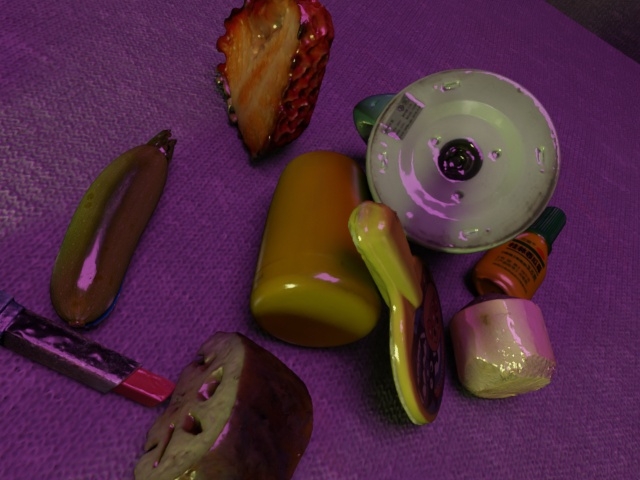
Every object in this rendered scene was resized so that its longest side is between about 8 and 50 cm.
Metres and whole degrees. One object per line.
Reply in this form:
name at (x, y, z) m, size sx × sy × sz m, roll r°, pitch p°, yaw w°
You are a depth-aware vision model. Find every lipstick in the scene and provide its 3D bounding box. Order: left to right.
lipstick at (-0.316, 0.119, 0.594) m, size 0.312 × 0.051 × 0.051 m, roll 29°, pitch 49°, yaw -7°

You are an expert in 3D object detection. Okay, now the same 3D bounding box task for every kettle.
kettle at (0.182, -0.123, 0.838) m, size 0.319 × 0.342 × 0.247 m, roll 42°, pitch 94°, yaw 8°

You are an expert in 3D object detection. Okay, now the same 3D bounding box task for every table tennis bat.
table tennis bat at (0.118, 0.090, 0.674) m, size 0.054 × 0.368 × 0.224 m, roll -5°, pitch 44°, yaw 25°

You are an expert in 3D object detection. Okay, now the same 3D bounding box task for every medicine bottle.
medicine bottle at (0.390, 0.022, 0.981) m, size 0.111 × 0.076 × 0.309 m, roll 46°, pitch 50°, yaw 8°

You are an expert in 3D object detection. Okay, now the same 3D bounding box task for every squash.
squash at (-0.276, -0.041, 0.699) m, size 0.095 × 0.094 × 0.340 m, roll 20°, pitch 54°, yaw -12°

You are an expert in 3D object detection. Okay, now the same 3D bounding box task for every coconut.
coconut at (0.275, 0.154, 0.795) m, size 0.147 × 0.147 × 0.152 m, roll 9°, pitch 57°, yaw -20°

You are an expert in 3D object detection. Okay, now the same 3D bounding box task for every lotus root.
lotus root at (-0.098, 0.210, 0.578) m, size 0.119 × 0.138 × 0.234 m, roll 51°, pitch 38°, yaw -26°

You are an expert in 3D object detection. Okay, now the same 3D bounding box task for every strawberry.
strawberry at (-0.063, -0.302, 0.867) m, size 0.150 × 0.280 × 0.253 m, roll -9°, pitch 53°, yaw -33°

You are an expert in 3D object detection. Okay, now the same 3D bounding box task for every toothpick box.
toothpick box at (0.000, 0.000, 0.748) m, size 0.175 × 0.175 × 0.271 m, roll 16°, pitch 50°, yaw -15°
